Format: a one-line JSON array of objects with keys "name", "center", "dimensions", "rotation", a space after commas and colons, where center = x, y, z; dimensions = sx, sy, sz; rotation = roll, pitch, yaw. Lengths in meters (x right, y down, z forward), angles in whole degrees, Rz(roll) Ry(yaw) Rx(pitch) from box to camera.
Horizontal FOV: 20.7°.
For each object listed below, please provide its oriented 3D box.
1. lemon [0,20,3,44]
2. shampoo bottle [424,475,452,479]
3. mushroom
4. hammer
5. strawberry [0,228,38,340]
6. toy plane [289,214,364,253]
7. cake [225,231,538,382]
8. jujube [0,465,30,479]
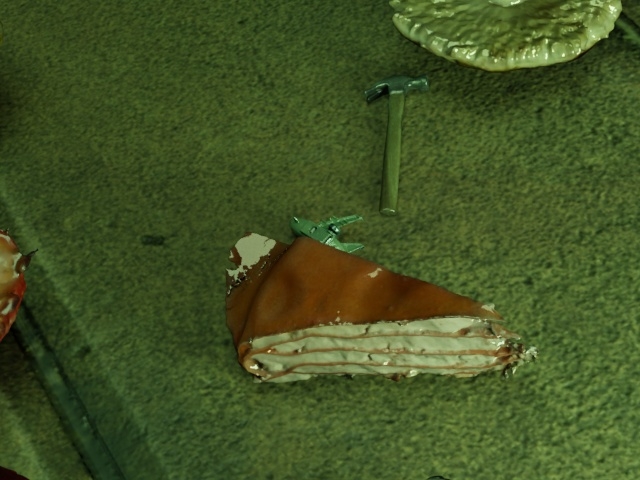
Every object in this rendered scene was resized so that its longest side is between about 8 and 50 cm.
[{"name": "lemon", "center": [-0.437, -0.190, 1.745], "dimensions": [0.260, 0.204, 0.204], "rotation": [-9, 46, 14]}, {"name": "shampoo bottle", "center": [0.063, 0.309, 1.273], "dimensions": [0.153, 0.071, 0.284], "rotation": [25, 59, 26]}, {"name": "mushroom", "center": [0.208, -0.299, 1.676], "dimensions": [0.208, 0.301, 0.233], "rotation": [0, 52, -36]}, {"name": "hammer", "center": [0.067, -0.094, 1.681], "dimensions": [0.062, 0.017, 0.182], "rotation": [-1, 48, 10]}, {"name": "strawberry", "center": [-0.408, 0.094, 1.515], "dimensions": [0.253, 0.150, 0.280], "rotation": [21, 50, 2]}, {"name": "toy plane", "center": [-0.001, -0.001, 1.596], "dimensions": [0.083, 0.033, 0.080], "rotation": [34, 76, 34]}, {"name": "cake", "center": [0.041, 0.076, 1.477], "dimensions": [0.287, 0.098, 0.135], "rotation": [11, 49, 26]}, {"name": "jujube", "center": [-0.281, 0.272, 1.295], "dimensions": [0.183, 0.183, 0.243], "rotation": [-3, 37, 8]}]
